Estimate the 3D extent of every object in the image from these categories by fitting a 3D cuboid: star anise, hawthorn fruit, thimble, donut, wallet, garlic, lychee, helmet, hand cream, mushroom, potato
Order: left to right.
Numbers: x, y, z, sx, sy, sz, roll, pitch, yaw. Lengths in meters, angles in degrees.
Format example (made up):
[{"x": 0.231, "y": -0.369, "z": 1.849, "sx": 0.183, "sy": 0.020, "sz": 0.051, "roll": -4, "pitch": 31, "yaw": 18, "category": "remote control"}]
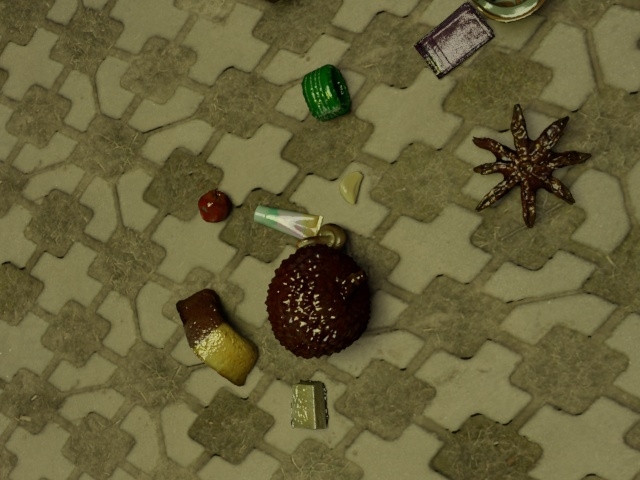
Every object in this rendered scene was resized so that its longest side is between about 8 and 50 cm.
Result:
[{"x": -0.280, "y": 0.236, "z": 1.885, "sx": 0.112, "sy": 0.151, "sz": 0.295, "roll": -43, "pitch": 74, "yaw": 5, "category": "donut"}, {"x": -0.284, "y": -0.087, "z": 1.930, "sx": 0.093, "sy": 0.093, "sz": 0.093, "roll": -1, "pitch": 89, "yaw": 22, "category": "hawthorn fruit"}, {"x": -0.084, "y": -0.049, "z": 1.868, "sx": 0.174, "sy": 0.047, "sz": 0.076, "roll": 16, "pitch": 93, "yaw": 13, "category": "hand cream"}, {"x": -0.031, "y": 0.416, "z": 1.824, "sx": 0.086, "sy": 0.061, "sz": 0.122, "roll": -5, "pitch": 86, "yaw": 24, "category": "potato"}, {"x": -0.001, "y": 0.142, "z": 1.711, "sx": 0.300, "sy": 0.264, "sz": 0.264, "roll": -37, "pitch": 75, "yaw": 35, "category": "lychee"}, {"x": 0.003, "y": 0.003, "z": 1.810, "sx": 0.129, "sy": 0.073, "sz": 0.088, "roll": -11, "pitch": 74, "yaw": 4, "category": "mushroom"}, {"x": 0.015, "y": -0.363, "z": 1.794, "sx": 0.090, "sy": 0.118, "sz": 0.130, "roll": -16, "pitch": 65, "yaw": 24, "category": "thimble"}, {"x": 0.074, "y": -0.136, "z": 1.806, "sx": 0.053, "sy": 0.041, "sz": 0.083, "roll": 21, "pitch": 89, "yaw": 16, "category": "garlic"}, {"x": 0.317, "y": -0.477, "z": 1.720, "sx": 0.166, "sy": 0.030, "sz": 0.111, "roll": -38, "pitch": 75, "yaw": 16, "category": "wallet"}, {"x": 0.427, "y": -0.599, "z": 1.628, "sx": 0.198, "sy": 0.130, "sz": 0.225, "roll": -14, "pitch": 94, "yaw": 23, "category": "helmet"}, {"x": 0.457, "y": -0.169, "z": 1.629, "sx": 0.288, "sy": 0.088, "sz": 0.289, "roll": -1, "pitch": 88, "yaw": 24, "category": "star anise"}]

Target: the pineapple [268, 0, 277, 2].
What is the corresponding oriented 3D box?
[{"x": -0.163, "y": -0.780, "z": 1.841, "sx": 0.202, "sy": 0.202, "sz": 0.362, "roll": -40, "pitch": 68, "yaw": 16, "category": "pineapple"}]
